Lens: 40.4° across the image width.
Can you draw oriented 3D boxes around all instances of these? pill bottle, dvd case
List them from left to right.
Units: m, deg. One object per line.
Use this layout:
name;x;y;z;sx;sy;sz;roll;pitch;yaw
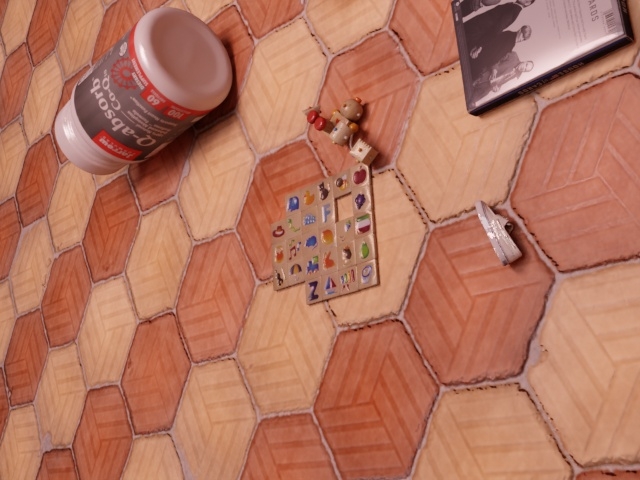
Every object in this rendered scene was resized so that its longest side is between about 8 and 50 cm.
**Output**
pill bottle;-0.356;-0.276;1.701;0.363;0.210;0.210;-29;61;41
dvd case;0.280;-0.288;1.135;0.239;0.029;0.179;-22;65;42

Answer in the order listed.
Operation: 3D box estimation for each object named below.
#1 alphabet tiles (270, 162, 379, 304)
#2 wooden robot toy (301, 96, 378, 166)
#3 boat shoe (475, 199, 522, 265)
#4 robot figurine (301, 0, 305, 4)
alphabet tiles;0.000;0.000;1.392;0.237;0.009;0.198;-20;67;44
wooden robot toy;0.036;-0.190;1.354;0.079;0.076;0.173;-52;44;8
boat shoe;0.232;-0.015;1.125;0.035;0.035;0.100;-26;54;10
robot figurine;-0.018;-0.569;1.404;0.300;0.200;0.353;99;170;-73
